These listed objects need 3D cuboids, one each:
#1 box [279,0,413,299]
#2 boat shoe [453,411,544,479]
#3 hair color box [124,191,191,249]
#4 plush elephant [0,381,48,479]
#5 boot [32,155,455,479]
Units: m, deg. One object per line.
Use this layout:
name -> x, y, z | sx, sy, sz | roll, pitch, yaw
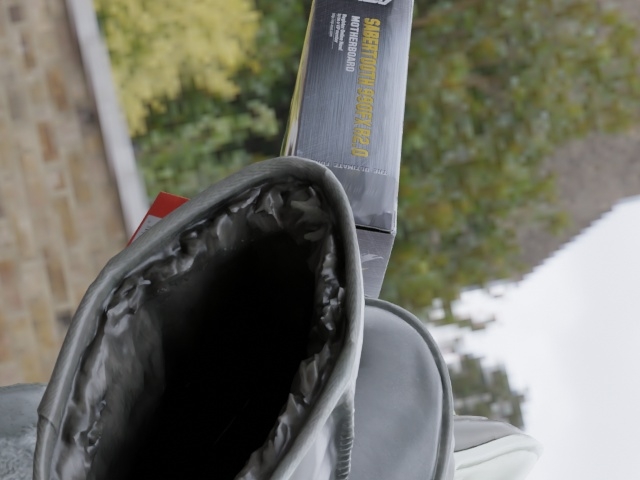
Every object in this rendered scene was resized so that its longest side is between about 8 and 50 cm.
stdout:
box -> 0.000, 0.000, 1.041 | 0.231, 0.056, 0.183 | 103, -6, -47
boat shoe -> 0.077, 0.170, 1.439 | 0.091, 0.109, 0.305 | 42, 18, 23
hair color box -> -0.065, 0.052, 1.256 | 0.053, 0.093, 0.167 | 17, -19, 43
plush elephant -> -0.255, 0.215, 0.725 | 0.272, 0.330, 0.255 | -96, -168, -61
boot -> -0.012, 0.045, 0.474 | 0.208, 0.076, 0.190 | 82, 22, -53
